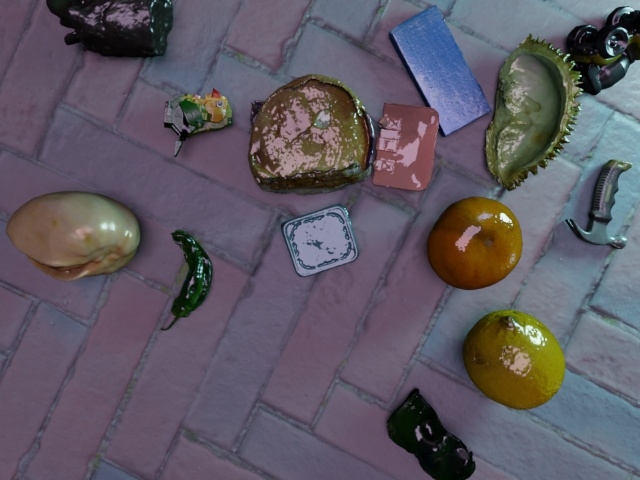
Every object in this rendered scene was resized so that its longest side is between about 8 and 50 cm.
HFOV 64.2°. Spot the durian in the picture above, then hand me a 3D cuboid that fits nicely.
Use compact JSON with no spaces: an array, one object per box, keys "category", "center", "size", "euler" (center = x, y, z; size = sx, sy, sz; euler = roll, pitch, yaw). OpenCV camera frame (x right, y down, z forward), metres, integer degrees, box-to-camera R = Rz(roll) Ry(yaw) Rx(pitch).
[{"category":"durian","center":[0.532,-0.316,1.281],"size":[0.197,0.163,0.395],"euler":[16,99,3]}]

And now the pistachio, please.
[{"category":"pistachio","center":[-0.616,-0.018,1.286],"size":[0.320,0.229,0.238],"euler":[5,51,6]}]

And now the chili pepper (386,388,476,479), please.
[{"category":"chili pepper","center":[0.294,0.540,1.334],"size":[0.148,0.116,0.264],"euler":[-43,90,5]}]

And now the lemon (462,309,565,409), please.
[{"category":"lemon","center":[0.481,0.300,1.269],"size":[0.228,0.228,0.254],"euler":[-37,92,2]}]

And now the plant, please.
[{"category":"plant","center":[-0.522,-0.570,1.280],"size":[0.275,0.199,0.189],"euler":[7,86,-3]}]

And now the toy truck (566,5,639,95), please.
[{"category":"toy truck","center":[0.748,-0.481,1.284],"size":[0.224,0.147,0.165],"euler":[-27,115,0]}]

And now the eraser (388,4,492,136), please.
[{"category":"eraser","center":[0.310,-0.439,1.333],"size":[0.144,0.042,0.312],"euler":[-29,91,3]}]

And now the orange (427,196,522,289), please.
[{"category":"orange","center":[0.382,0.007,1.284],"size":[0.239,0.171,0.241],"euler":[-2,103,-8]}]

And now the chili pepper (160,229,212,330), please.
[{"category":"chili pepper","center":[-0.357,0.116,1.360],"size":[0.122,0.065,0.279],"euler":[10,90,10]}]

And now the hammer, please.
[{"category":"hammer","center":[0.744,-0.101,1.337],"size":[0.158,0.041,0.227],"euler":[15,93,-1]}]

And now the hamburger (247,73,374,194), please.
[{"category":"hamburger","center":[-0.026,-0.260,1.273],"size":[0.317,0.195,0.277],"euler":[-2,89,-1]}]

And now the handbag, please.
[{"category":"handbag","center":[0.218,-0.240,1.321],"size":[0.157,0.059,0.213],"euler":[9,99,13]}]

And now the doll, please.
[{"category":"doll","center":[-0.319,-0.314,1.320],"size":[0.186,0.106,0.135],"euler":[-26,97,-14]}]

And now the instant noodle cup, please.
[{"category":"instant noodle cup","center":[0.000,0.000,1.343],"size":[0.179,0.070,0.157],"euler":[-18,93,1]}]
